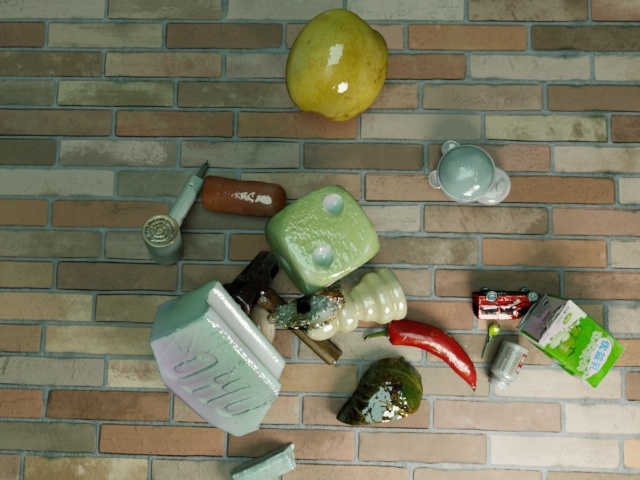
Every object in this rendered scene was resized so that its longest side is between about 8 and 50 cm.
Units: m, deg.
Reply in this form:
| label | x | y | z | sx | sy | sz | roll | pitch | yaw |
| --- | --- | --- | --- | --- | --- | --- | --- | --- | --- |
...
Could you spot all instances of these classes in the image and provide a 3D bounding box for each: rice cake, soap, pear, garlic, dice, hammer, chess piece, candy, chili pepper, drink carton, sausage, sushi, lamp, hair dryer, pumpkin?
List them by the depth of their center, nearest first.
| label | x | y | z | sx | sy | sz | roll | pitch | yaw |
| --- | --- | --- | --- | --- | --- | --- | --- | --- | --- |
| sushi | -0.040 | 0.197 | 1.346 | 0.226 | 0.103 | 0.097 | -17 | 86 | 17 |
| soap | -0.271 | 0.339 | 1.380 | 0.261 | 0.156 | 0.446 | -25 | 123 | 13 |
| dice | 0.000 | 0.000 | 1.458 | 0.249 | 0.252 | 0.254 | -33 | 86 | -14 |
| chess piece | 0.083 | 0.192 | 1.467 | 0.299 | 0.167 | 0.167 | -16 | 84 | -15 |
| drink carton | 0.727 | 0.283 | 1.468 | 0.271 | 0.108 | 0.161 | 38 | 89 | -15 |
| pumpkin | 0.172 | 0.444 | 1.492 | 0.278 | 0.111 | 0.163 | -10 | 91 | 0 |
| pear | 0.050 | -0.514 | 1.504 | 0.314 | 0.314 | 0.315 | 0 | 85 | 2 |
| hammer | -0.097 | 0.233 | 1.506 | 0.409 | 0.242 | 0.095 | 45 | 123 | -10 |
| rice cake | -0.167 | 0.683 | 1.511 | 0.206 | 0.063 | 0.069 | -22 | 86 | 0 |
| chili pepper | 0.324 | 0.325 | 1.523 | 0.368 | 0.092 | 0.137 | 25 | 101 | 7 |
| garlic | -0.215 | 0.311 | 1.537 | 0.128 | 0.148 | 0.267 | 19 | 79 | -33 |
| candy | 0.516 | 0.307 | 1.548 | 0.035 | 0.035 | 0.123 | 23 | 94 | 7 |
| lamp | 0.469 | -0.197 | 1.556 | 0.246 | 0.108 | 0.180 | 25 | 90 | 3 |
| sausage | -0.233 | -0.133 | 1.568 | 0.259 | 0.113 | 0.114 | 8 | 85 | 4 |
| hair dryer | -0.424 | -0.103 | 1.570 | 0.107 | 0.173 | 0.357 | 25 | 67 | -1 |

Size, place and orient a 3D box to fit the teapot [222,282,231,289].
| label | x | y | z | sx | sy | sz | roll | pitch | yaw |
| --- | --- | --- | --- | --- | --- | --- | --- | --- | --- |
| teapot | -0.327 | 0.240 | 1.528 | 0.178 | 0.135 | 0.252 | 35 | 92 | 37 |

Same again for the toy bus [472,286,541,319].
| label | x | y | z | sx | sy | sz | roll | pitch | yaw |
| --- | --- | --- | --- | --- | --- | --- | --- | --- | --- |
| toy bus | 0.565 | 0.191 | 1.532 | 0.195 | 0.081 | 0.089 | -1 | 94 | 1 |

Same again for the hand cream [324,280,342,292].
| label | x | y | z | sx | sy | sz | roll | pitch | yaw |
| --- | --- | --- | --- | --- | --- | --- | --- | --- | --- |
| hand cream | 0.054 | 0.193 | 1.571 | 0.057 | 0.037 | 0.165 | -18 | 78 | -1 |

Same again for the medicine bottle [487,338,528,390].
| label | x | y | z | sx | sy | sz | roll | pitch | yaw |
| --- | --- | --- | --- | --- | --- | --- | --- | --- | --- |
| medicine bottle | 0.558 | 0.373 | 1.513 | 0.079 | 0.079 | 0.140 | 26 | 86 | 4 |
